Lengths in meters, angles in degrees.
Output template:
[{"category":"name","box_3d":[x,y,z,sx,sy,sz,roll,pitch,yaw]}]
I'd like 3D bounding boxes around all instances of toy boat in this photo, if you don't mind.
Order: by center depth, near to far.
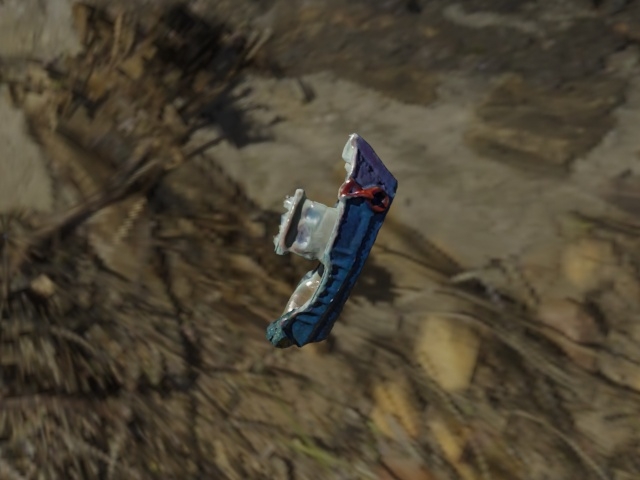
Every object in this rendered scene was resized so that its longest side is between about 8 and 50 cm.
[{"category":"toy boat","box_3d":[0.000,0.000,0.675,0.038,0.038,0.083,20,114,-9]}]
